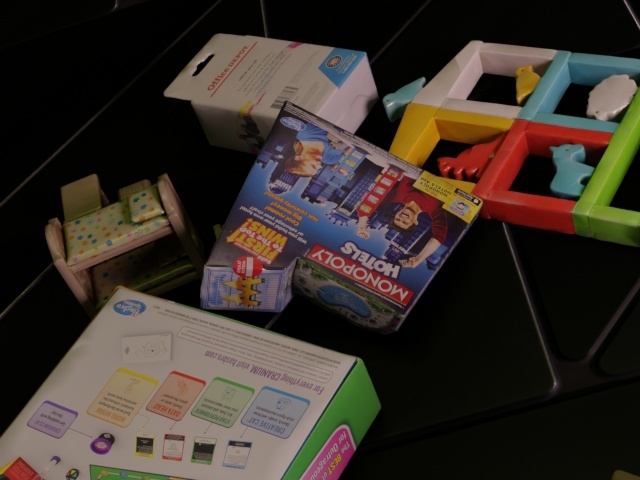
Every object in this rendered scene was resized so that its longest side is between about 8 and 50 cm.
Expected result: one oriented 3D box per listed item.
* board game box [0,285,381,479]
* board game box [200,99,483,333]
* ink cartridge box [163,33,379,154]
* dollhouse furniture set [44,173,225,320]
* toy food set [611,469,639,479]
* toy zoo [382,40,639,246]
[{"bbox_3d":[-0.137,0.191,0.825,0.242,0.064,0.316,14,54,33],"label":"board game box"},{"bbox_3d":[0.000,0.000,0.929,0.194,0.060,0.194,29,53,15],"label":"board game box"},{"bbox_3d":[-0.049,-0.139,1.116,0.181,0.061,0.104,15,54,32],"label":"ink cartridge box"},{"bbox_3d":[-0.144,-0.039,1.027,0.182,0.101,0.161,-22,43,1],"label":"dollhouse furniture set"},{"bbox_3d":[0.203,0.250,0.633,0.128,0.071,0.218,13,52,2],"label":"toy food set"},{"bbox_3d":[0.182,-0.094,1.000,0.293,0.030,0.192,12,53,32],"label":"toy zoo"}]
